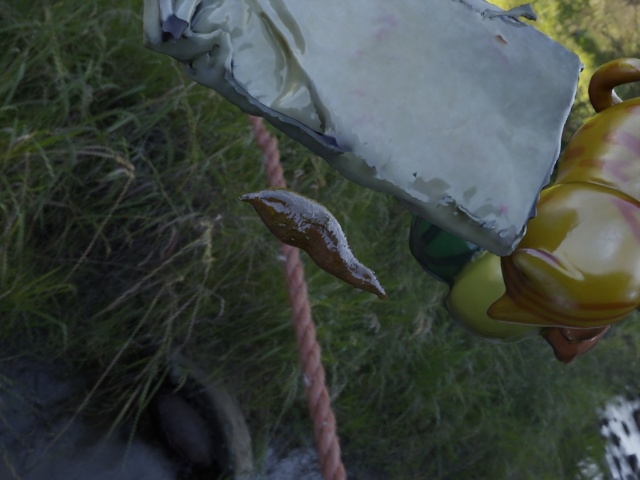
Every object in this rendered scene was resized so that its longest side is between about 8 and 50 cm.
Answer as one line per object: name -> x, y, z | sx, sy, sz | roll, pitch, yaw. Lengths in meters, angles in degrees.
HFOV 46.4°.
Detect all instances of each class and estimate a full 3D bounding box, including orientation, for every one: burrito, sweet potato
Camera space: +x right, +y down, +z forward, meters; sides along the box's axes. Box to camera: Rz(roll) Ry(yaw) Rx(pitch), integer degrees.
burrito -> 0.026, -0.141, 0.553 | 0.332, 0.135, 0.190 | 28, 82, -17
sweet potato -> 0.000, -0.005, 0.897 | 0.226, 0.068, 0.068 | 37, 34, -19

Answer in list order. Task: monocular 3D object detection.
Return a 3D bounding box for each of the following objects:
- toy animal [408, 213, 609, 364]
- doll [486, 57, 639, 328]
toy animal -> 0.261, 0.044, 1.097 | 0.338, 0.191, 0.216 | 46, -14, 24
doll -> 0.286, -0.027, 0.729 | 0.269, 0.162, 0.166 | -52, 152, -26
